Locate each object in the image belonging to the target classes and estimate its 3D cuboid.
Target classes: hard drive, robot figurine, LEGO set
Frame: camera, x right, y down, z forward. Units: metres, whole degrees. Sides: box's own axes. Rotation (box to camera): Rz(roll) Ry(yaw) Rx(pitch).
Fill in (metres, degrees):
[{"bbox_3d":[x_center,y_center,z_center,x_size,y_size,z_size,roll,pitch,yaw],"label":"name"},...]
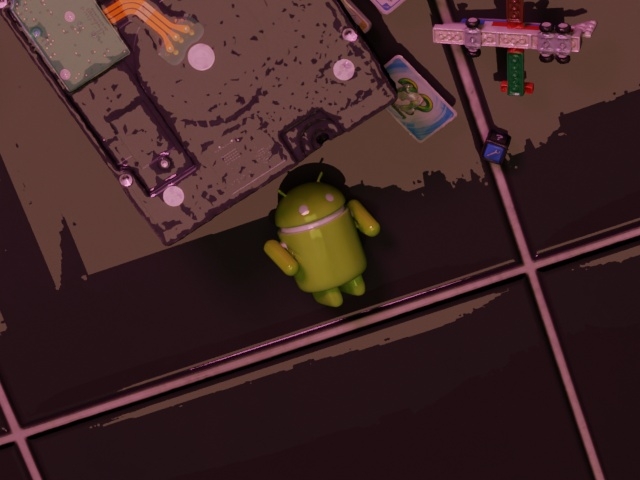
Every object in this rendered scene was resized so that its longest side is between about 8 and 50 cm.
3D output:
[{"bbox_3d":[-0.123,-0.196,1.357,0.237,0.064,0.339,-33,104,9],"label":"hard drive"},{"bbox_3d":[0.000,0.000,1.472,0.101,0.067,0.115,-25,106,-21],"label":"robot figurine"},{"bbox_3d":[0.108,-0.181,1.427,0.244,0.060,0.182,44,126,-12],"label":"LEGO set"}]
